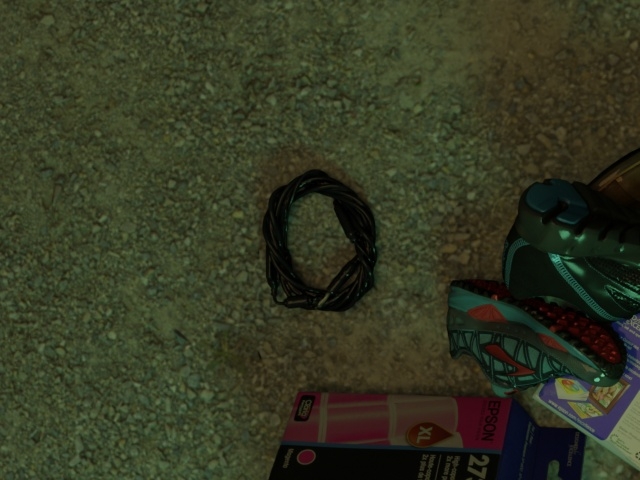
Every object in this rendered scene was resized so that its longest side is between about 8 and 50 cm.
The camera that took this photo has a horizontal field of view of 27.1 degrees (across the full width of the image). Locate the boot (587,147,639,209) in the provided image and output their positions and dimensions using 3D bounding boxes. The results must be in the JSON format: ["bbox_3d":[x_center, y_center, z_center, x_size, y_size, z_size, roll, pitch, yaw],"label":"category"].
[{"bbox_3d":[0.394,-0.060,1.555,0.305,0.112,0.115,-36,90,14],"label":"boot"}]

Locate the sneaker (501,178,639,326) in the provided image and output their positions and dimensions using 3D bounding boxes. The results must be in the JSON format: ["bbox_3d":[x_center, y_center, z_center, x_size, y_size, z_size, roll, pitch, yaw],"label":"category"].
[{"bbox_3d":[0.373,0.031,1.516,0.341,0.125,0.139,15,128,-3],"label":"sneaker"}]

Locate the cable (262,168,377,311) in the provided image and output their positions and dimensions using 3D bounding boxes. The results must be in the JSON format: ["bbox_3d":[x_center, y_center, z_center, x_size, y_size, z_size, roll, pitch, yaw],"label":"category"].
[{"bbox_3d":[0.000,0.000,1.717,0.151,0.047,0.184,2,91,19],"label":"cable"}]

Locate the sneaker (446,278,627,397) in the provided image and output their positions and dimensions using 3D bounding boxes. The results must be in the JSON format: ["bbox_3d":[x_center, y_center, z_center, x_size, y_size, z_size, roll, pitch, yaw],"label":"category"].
[{"bbox_3d":[0.254,0.134,1.582,0.262,0.104,0.125,25,110,49],"label":"sneaker"}]

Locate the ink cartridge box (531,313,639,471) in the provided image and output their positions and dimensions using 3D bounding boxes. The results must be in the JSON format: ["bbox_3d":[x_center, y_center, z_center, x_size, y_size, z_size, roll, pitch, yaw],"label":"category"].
[{"bbox_3d":[0.394,0.160,1.581,0.206,0.045,0.208,35,102,16],"label":"ink cartridge box"}]

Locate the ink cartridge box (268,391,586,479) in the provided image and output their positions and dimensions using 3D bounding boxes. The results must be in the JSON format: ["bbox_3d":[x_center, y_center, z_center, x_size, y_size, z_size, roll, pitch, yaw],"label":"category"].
[{"bbox_3d":[0.127,0.271,1.613,0.371,0.175,0.069,1,132,18],"label":"ink cartridge box"}]
